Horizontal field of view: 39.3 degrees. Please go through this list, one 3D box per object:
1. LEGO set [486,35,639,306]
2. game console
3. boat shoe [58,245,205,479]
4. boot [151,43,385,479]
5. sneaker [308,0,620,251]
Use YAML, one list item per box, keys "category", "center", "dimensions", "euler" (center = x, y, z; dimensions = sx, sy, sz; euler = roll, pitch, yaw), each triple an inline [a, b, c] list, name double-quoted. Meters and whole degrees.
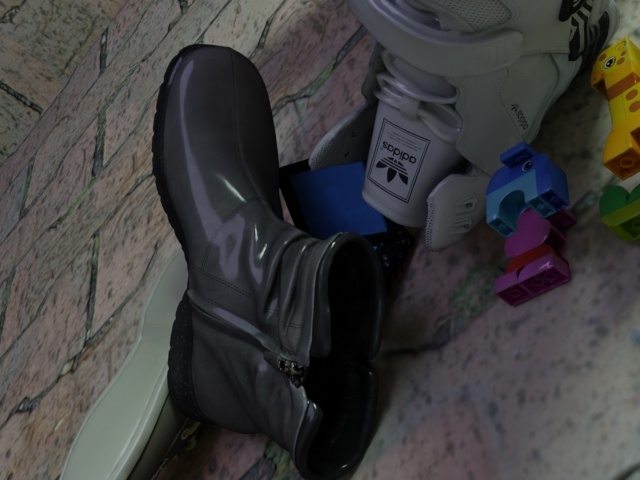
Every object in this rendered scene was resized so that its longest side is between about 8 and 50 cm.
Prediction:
- category: "LEGO set"
  center: [0.180, -0.059, 0.543]
  dimensions: [0.227, 0.087, 0.093]
  euler: [-31, 37, 36]
- category: "game console"
  center: [0.000, 0.000, 0.758]
  dimensions: [0.144, 0.085, 0.124]
  euler: [-10, 45, 54]
- category: "boat shoe"
  center: [-0.144, 0.148, 0.826]
  dimensions: [0.109, 0.091, 0.305]
  euler: [5, 65, 50]
- category: "boot"
  center: [-0.032, 0.000, 0.702]
  dimensions: [0.223, 0.118, 0.338]
  euler: [0, 96, 57]
- category: "sneaker"
  center: [0.073, -0.107, 0.558]
  dimensions: [0.137, 0.366, 0.210]
  euler: [35, 102, 21]
